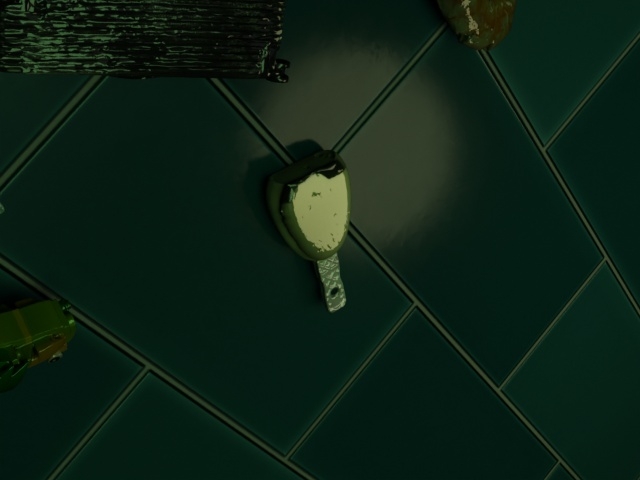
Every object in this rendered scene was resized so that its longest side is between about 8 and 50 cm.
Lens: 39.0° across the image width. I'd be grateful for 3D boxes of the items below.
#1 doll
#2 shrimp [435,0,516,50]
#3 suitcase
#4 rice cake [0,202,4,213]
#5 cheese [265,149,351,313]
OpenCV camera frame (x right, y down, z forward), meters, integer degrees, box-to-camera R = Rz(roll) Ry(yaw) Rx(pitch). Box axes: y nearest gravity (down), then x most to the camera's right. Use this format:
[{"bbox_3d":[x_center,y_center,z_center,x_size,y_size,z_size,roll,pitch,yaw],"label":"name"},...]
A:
[{"bbox_3d":[-0.367,0.115,1.031,0.186,0.106,0.134,-10,152,-51],"label":"doll"},{"bbox_3d":[0.195,-0.389,1.240,0.154,0.062,0.294,-57,135,-16],"label":"shrimp"},{"bbox_3d":[-0.193,-0.288,0.946,0.335,0.152,0.230,-5,113,-32],"label":"suitcase"},{"bbox_3d":[-0.445,0.009,0.944,0.226,0.085,0.040,-35,124,-19],"label":"rice cake"},{"bbox_3d":[0.000,0.000,1.286,0.127,0.054,0.252,-28,126,-23],"label":"cheese"}]
